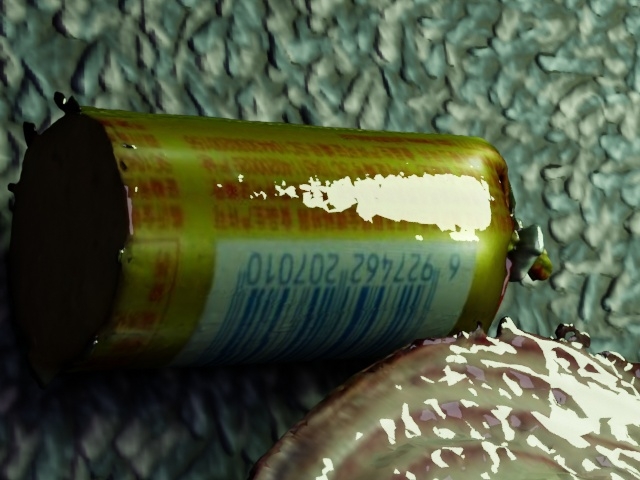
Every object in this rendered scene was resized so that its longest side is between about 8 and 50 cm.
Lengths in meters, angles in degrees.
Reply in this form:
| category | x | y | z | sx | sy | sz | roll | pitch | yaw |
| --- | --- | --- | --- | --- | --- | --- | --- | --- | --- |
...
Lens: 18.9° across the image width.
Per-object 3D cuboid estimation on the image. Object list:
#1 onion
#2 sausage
| category | x | y | z | sx | sy | sz | roll | pitch | yaw |
| --- | --- | --- | --- | --- | --- | --- | --- | --- | --- |
| onion | 0.124 | 0.190 | 0.891 | 0.314 | 0.146 | 0.280 | 41 | 42 | 20 |
| sausage | -0.001 | -0.002 | 0.942 | 0.317 | 0.117 | 0.125 | 0 | 70 | -39 |
